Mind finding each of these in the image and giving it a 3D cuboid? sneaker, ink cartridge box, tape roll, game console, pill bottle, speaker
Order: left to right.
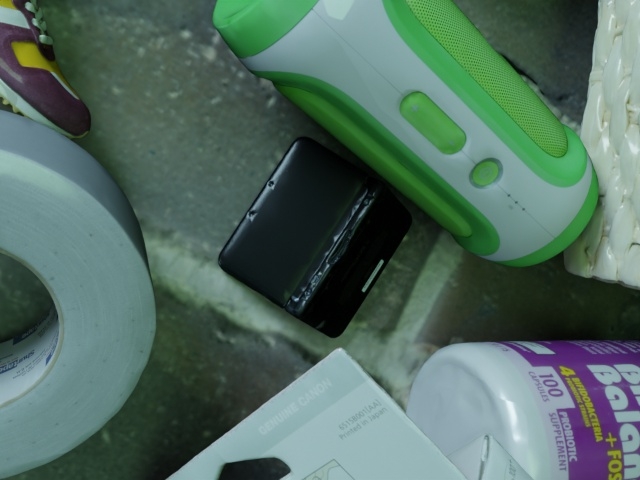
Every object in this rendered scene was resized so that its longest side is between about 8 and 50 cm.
[{"bbox_3d":[-0.210,0.035,0.403,0.219,0.072,0.219,-8,117,-17],"label":"tape roll"},{"bbox_3d":[-0.191,-0.147,0.412,0.084,0.069,0.185,-42,113,-5],"label":"sneaker"},{"bbox_3d":[0.000,0.000,0.549,0.122,0.071,0.107,-57,144,-4],"label":"game console"},{"bbox_3d":[0.016,0.214,0.488,0.239,0.060,0.275,47,120,-2],"label":"ink cartridge box"},{"bbox_3d":[0.073,-0.098,0.488,0.296,0.131,0.131,35,85,-31],"label":"speaker"},{"bbox_3d":[0.239,0.169,0.593,0.302,0.169,0.169,2,98,-23],"label":"pill bottle"}]

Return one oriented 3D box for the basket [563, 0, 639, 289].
[{"bbox_3d":[0.395,-0.088,0.510,0.266,0.328,0.331,3,97,-31],"label":"basket"}]
